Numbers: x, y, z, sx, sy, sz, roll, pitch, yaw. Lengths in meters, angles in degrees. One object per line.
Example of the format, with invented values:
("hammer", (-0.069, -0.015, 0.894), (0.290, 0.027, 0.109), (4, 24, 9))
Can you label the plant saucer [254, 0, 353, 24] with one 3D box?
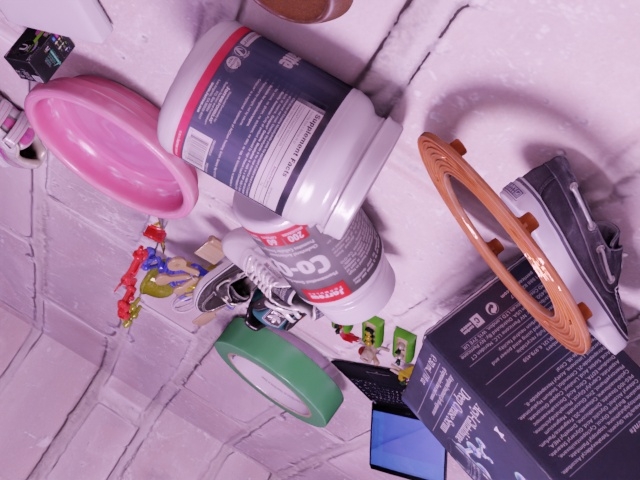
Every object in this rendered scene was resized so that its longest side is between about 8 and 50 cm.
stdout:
("plant saucer", (-0.042, -0.305, 1.160), (0.168, 0.029, 0.168), (27, 157, 12))

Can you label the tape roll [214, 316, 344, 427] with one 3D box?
("tape roll", (-0.097, 0.306, 2.342), (0.321, 0.077, 0.321), (32, 160, 14))

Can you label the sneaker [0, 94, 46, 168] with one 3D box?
("sneaker", (-0.599, -0.221, 1.923), (0.111, 0.103, 0.252), (14, 158, 25))

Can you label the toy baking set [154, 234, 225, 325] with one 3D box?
("toy baking set", (-0.211, 0.073, 1.963), (0.197, 0.030, 0.256), (-18, 144, -1))

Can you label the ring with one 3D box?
("ring", (0.230, -0.002, 1.257), (0.336, 0.032, 0.336), (54, 179, 1))

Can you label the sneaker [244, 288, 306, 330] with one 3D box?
("sneaker", (-0.051, 0.110, 1.884), (0.108, 0.121, 0.302), (37, 155, -12))

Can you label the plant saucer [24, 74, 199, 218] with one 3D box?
("plant saucer", (-0.342, -0.167, 1.727), (0.332, 0.084, 0.332), (26, 157, 12))

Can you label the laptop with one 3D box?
("laptop", (0.147, 0.396, 2.205), (0.234, 0.136, 0.264), (2, 144, 47))

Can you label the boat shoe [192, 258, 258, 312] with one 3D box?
("boat shoe", (-0.166, 0.085, 1.907), (0.078, 0.070, 0.219), (15, 136, -38))

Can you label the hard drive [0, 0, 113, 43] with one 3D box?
("hard drive", (-0.433, -0.409, 1.402), (0.203, 0.040, 0.307), (18, 154, 28))

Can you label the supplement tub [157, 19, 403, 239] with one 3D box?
("supplement tub", (-0.052, -0.139, 1.297), (0.272, 0.191, 0.191), (30, 157, 2))

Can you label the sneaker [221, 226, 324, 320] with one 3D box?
("sneaker", (-0.077, 0.054, 1.734), (0.235, 0.095, 0.090), (26, 135, 17))

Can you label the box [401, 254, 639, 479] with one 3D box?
("box", (0.333, 0.271, 1.476), (0.395, 0.212, 0.293), (48, 161, 18))

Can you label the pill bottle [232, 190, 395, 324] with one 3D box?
("pill bottle", (0.000, 0.000, 1.553), (0.161, 0.161, 0.283), (11, 150, 39))

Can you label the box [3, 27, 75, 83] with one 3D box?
("box", (-0.437, -0.295, 1.582), (0.062, 0.083, 0.052), (15, 154, 31))

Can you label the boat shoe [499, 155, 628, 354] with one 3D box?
("boat shoe", (0.333, 0.020, 1.268), (0.301, 0.102, 0.108), (53, -177, -27))

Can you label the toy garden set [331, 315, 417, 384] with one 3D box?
("toy garden set", (0.124, 0.221, 1.990), (0.244, 0.049, 0.204), (25, 156, 14))

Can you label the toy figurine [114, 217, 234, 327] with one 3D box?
("toy figurine", (-0.285, 0.116, 2.114), (0.217, 0.191, 0.362), (25, 158, 1))
